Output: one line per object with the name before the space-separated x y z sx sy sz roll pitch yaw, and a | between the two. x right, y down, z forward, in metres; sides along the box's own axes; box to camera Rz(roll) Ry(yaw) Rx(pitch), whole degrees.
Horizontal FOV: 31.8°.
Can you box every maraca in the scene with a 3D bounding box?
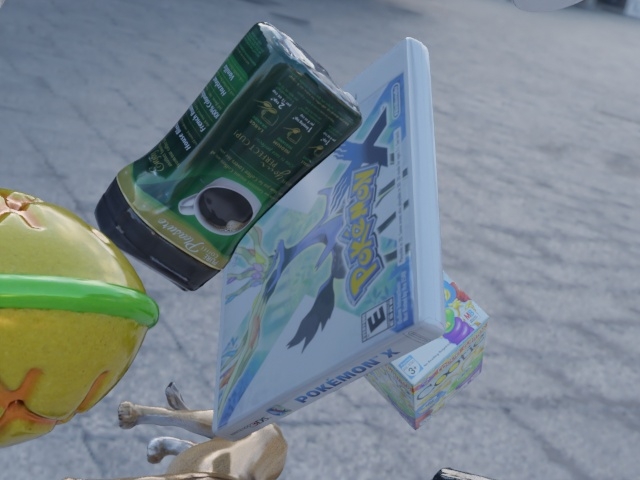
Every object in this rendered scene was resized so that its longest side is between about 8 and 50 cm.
maraca | -0.154 0.030 0.419 0.185 0.099 0.127 0 -15 -14

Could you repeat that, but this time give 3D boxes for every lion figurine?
lion figurine | -0.108 0.248 1.143 0.240 0.142 0.392 -1 24 11

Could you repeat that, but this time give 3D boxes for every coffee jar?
coffee jar | -0.065 -0.053 0.769 0.096 0.184 0.079 37 13 -39

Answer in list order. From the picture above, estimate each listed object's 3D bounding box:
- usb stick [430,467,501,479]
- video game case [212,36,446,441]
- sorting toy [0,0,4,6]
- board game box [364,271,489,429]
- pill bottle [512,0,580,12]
usb stick | 0.188 0.217 0.801 0.278 0.077 0.045 3 40 47
video game case | 0.000 0.000 1.111 0.036 0.300 0.329 25 49 -32
sorting toy | -0.411 -0.186 0.895 0.255 0.257 0.089 29 -24 -19
board game box | 0.138 0.147 1.604 0.142 0.144 0.275 46 -11 20
pill bottle | 0.194 -0.330 1.046 0.124 0.221 0.124 -11 -18 -3
